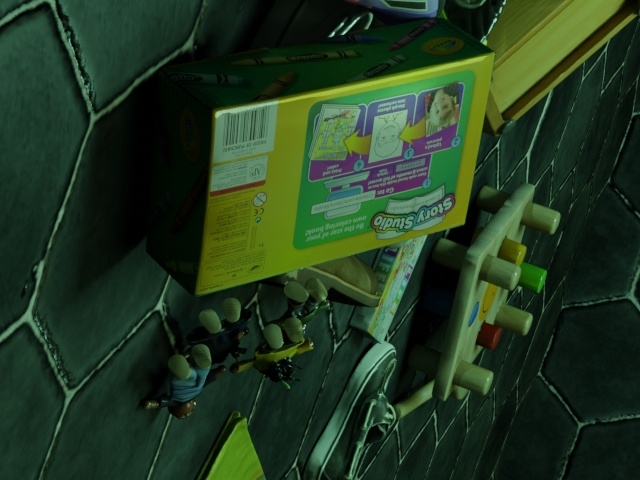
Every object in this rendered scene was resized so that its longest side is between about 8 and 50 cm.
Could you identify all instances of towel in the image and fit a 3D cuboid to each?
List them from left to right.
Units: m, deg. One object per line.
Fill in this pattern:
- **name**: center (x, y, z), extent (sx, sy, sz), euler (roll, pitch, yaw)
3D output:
- **towel**: center (-0.092, 0.271, 1.860), extent (0.237, 0.021, 0.102), euler (78, 35, -62)

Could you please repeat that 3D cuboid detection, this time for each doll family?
- **doll family**: center (-0.073, 0.101, 1.553), extent (0.111, 0.193, 0.076), euler (117, -42, -65)

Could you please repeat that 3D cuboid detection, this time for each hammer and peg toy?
- **hammer and peg toy**: center (0.226, 0.119, 2.516), extent (0.266, 0.127, 0.361), euler (-45, 152, -55)

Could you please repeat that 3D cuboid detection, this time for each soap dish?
- **soap dish**: center (0.237, -0.255, 1.914), extent (0.291, 0.118, 0.229), euler (-41, 160, 0)

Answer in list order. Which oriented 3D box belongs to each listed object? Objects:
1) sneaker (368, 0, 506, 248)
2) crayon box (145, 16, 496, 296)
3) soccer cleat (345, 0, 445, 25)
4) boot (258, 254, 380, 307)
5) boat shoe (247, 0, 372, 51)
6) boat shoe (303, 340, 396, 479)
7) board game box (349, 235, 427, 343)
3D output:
- **sneaker**: center (0.086, -0.172, 1.694), extent (0.147, 0.145, 0.385), euler (116, -7, -71)
- **crayon box**: center (0.002, -0.071, 1.392), extent (0.278, 0.081, 0.165), euler (-15, 127, -33)
- **soccer cleat**: center (0.008, -0.242, 1.358), extent (0.116, 0.108, 0.318), euler (-59, 150, -13)
- **boot**: center (0.000, 0.000, 1.691), extent (0.305, 0.112, 0.115), euler (26, 75, -72)
- **boat shoe**: center (-0.035, -0.104, 1.462), extent (0.095, 0.084, 0.258), euler (59, 53, -70)
- **boat shoe**: center (0.056, 0.228, 2.200), extent (0.219, 0.070, 0.078), euler (-61, 162, -26)
- **board game box**: center (0.085, 0.046, 2.149), extent (0.103, 0.026, 0.154), euler (44, 68, -73)
